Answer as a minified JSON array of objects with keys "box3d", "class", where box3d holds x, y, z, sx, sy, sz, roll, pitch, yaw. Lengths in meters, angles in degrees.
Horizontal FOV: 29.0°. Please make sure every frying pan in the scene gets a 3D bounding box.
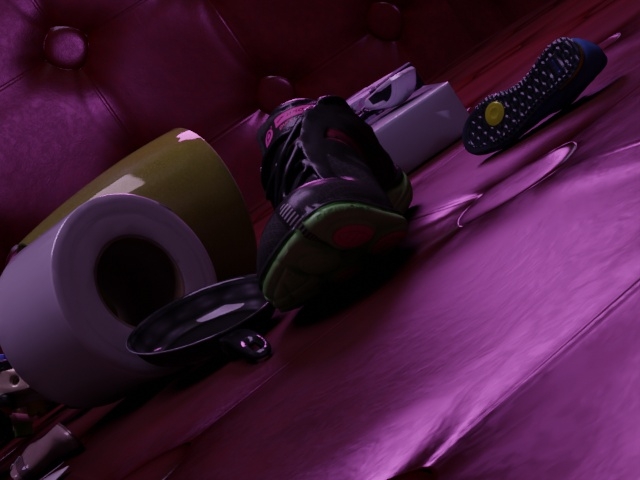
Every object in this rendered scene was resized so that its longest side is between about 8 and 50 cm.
[{"box3d":[-0.093,0.094,1.422,0.197,0.053,0.326,-34,21,-36],"class":"frying pan"}]

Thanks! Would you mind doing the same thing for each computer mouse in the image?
[{"box3d":[0.111,-0.237,2.088,0.106,0.042,0.193,-30,-1,-24],"class":"computer mouse"}]

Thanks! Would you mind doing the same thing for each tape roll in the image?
[{"box3d":[-0.276,0.080,1.604,0.169,0.246,0.246,-28,9,46],"class":"tape roll"}]

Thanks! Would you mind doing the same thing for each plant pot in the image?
[{"box3d":[-0.292,0.008,1.853,0.293,0.275,0.275,-25,1,-28],"class":"plant pot"}]

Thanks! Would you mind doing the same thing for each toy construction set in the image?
[{"box3d":[-0.419,0.215,1.903,0.328,0.151,0.215,-27,-18,6],"class":"toy construction set"}]

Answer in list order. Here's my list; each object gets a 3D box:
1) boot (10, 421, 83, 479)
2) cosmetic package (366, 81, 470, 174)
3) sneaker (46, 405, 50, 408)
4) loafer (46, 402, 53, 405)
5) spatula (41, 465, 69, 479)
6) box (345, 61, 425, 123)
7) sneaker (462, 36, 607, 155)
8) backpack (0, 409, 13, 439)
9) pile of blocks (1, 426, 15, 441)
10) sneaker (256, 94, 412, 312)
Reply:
[{"box3d":[-0.336,0.263,1.501,0.087,0.042,0.118,-43,7,-18],"class":"boot"},{"box3d":[0.104,-0.157,2.134,0.284,0.097,0.377,-32,6,2],"class":"cosmetic package"},{"box3d":[-0.468,0.243,2.237,0.097,0.084,0.234,-25,17,6],"class":"sneaker"},{"box3d":[-0.394,0.200,2.039,0.223,0.078,0.076,-32,-19,12],"class":"loafer"},{"box3d":[-0.382,0.331,1.316,0.168,0.019,0.242,-26,10,26],"class":"spatula"},{"box3d":[0.097,-0.226,2.473,0.163,0.142,0.247,-38,6,-34],"class":"box"},{"box3d":[0.268,-0.169,1.533,0.082,0.069,0.209,7,-38,-45],"class":"sneaker"},{"box3d":[-0.597,0.307,1.732,0.276,0.213,0.263,-52,-1,-25],"class":"backpack"},{"box3d":[-0.636,0.333,2.050,0.112,0.149,0.362,-28,8,48],"class":"pile of blocks"},{"box3d":[-0.011,-0.057,1.423,0.185,0.202,0.483,-35,6,9],"class":"sneaker"}]
